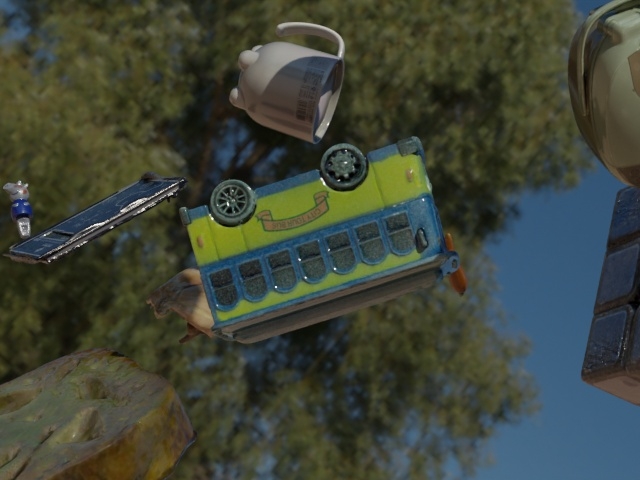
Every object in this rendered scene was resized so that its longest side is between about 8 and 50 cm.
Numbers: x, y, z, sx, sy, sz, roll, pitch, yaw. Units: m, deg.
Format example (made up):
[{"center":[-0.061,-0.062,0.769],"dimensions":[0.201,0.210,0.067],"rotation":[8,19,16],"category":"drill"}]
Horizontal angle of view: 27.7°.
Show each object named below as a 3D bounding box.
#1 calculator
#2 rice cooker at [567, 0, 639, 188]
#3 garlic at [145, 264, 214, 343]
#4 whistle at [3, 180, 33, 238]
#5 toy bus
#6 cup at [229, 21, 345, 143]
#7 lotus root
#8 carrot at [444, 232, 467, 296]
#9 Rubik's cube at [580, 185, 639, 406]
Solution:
[{"center":[-0.344,-0.035,1.987],"dimensions":[0.166,0.274,0.028],"rotation":[8,-56,56],"category":"calculator"},{"center":[0.330,-0.156,1.334],"dimensions":[0.127,0.145,0.206],"rotation":[-129,-159,-68],"category":"rice cooker"},{"center":[-0.185,0.100,1.981],"dimensions":[0.099,0.124,0.174],"rotation":[56,-7,-29],"category":"garlic"},{"center":[-0.397,-0.041,1.712],"dimensions":[0.029,0.033,0.083],"rotation":[120,-41,-59],"category":"whistle"},{"center":[0.000,0.000,1.614],"dimensions":[0.152,0.312,0.190],"rotation":[57,16,-78],"category":"toy bus"},{"center":[-0.046,-0.248,1.938],"dimensions":[0.142,0.173,0.134],"rotation":[19,5,10],"category":"cup"},{"center":[-0.345,0.253,1.613],"dimensions":[0.390,0.375,0.111],"rotation":[-13,-71,18],"category":"lotus root"},{"center":[0.258,0.050,2.500],"dimensions":[0.035,0.035,0.142],"rotation":[20,-42,48],"category":"carrot"},{"center":[0.560,0.079,1.676],"dimensions":[0.304,0.301,0.305],"rotation":[22,-22,-17],"category":"Rubik's cube"}]
